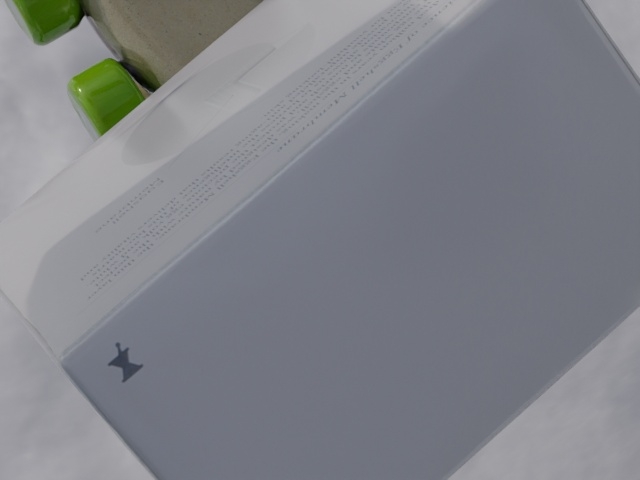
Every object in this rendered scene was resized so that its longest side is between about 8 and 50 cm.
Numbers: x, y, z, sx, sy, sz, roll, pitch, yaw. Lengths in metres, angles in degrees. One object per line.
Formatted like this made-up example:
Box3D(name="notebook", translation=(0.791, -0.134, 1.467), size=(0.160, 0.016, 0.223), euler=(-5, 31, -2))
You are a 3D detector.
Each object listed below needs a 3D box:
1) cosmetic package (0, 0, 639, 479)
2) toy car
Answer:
Box3D(name="cosmetic package", translation=(0.000, 0.000, 0.774), size=(0.224, 0.225, 0.138), euler=(-41, 107, -7))
Box3D(name="toy car", translation=(-0.077, -0.110, 1.078), size=(0.155, 0.188, 0.149), euler=(-31, 77, -10))
